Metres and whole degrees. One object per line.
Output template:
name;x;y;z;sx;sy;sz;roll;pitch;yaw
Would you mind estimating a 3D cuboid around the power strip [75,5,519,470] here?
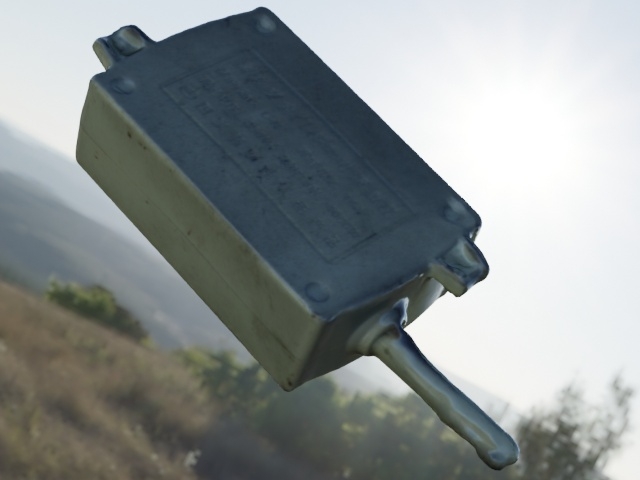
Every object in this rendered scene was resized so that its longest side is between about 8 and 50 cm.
power strip;0.000;0.000;0.445;0.175;0.075;0.042;47;-38;20
